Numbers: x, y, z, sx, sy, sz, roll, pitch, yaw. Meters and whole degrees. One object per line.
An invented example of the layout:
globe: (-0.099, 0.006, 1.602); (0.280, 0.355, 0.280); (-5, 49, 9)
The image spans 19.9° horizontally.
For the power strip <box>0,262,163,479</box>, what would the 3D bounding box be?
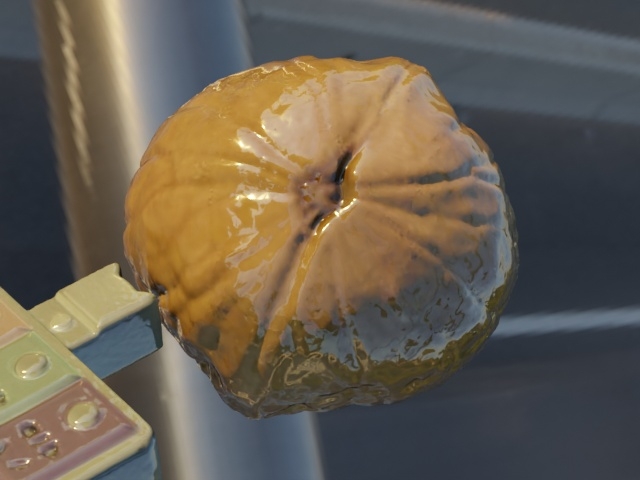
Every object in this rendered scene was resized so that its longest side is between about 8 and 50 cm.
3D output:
power strip: (-0.152, 0.069, 0.954); (0.145, 0.215, 0.061); (-29, 136, -27)

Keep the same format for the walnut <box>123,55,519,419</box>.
walnut: (0.000, 0.000, 1.028); (0.228, 0.228, 0.228); (25, 58, -47)
